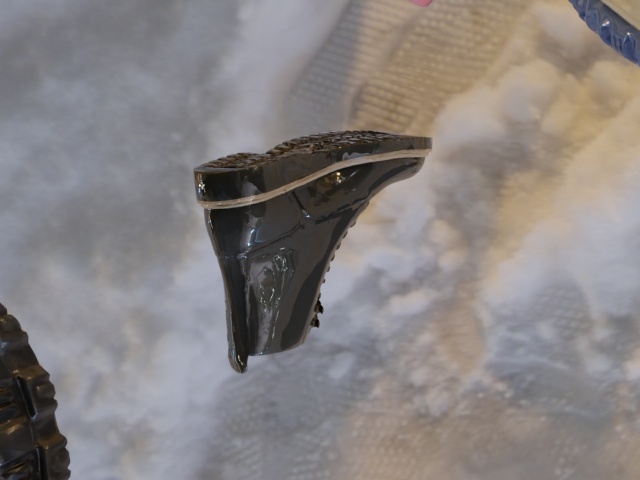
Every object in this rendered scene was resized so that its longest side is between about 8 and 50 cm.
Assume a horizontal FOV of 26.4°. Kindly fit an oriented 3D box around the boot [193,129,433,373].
[{"bbox_3d":[0.000,0.000,0.937,0.077,0.198,0.137,9,109,50],"label":"boot"}]

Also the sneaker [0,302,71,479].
[{"bbox_3d":[-0.127,0.144,0.410,0.108,0.100,0.271,-3,90,49],"label":"sneaker"}]

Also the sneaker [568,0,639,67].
[{"bbox_3d":[0.157,-0.131,0.474,0.112,0.296,0.131,23,117,-12],"label":"sneaker"}]

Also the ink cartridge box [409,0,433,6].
[{"bbox_3d":[0.066,-0.351,1.343,0.207,0.283,0.117,22,81,-7],"label":"ink cartridge box"}]
